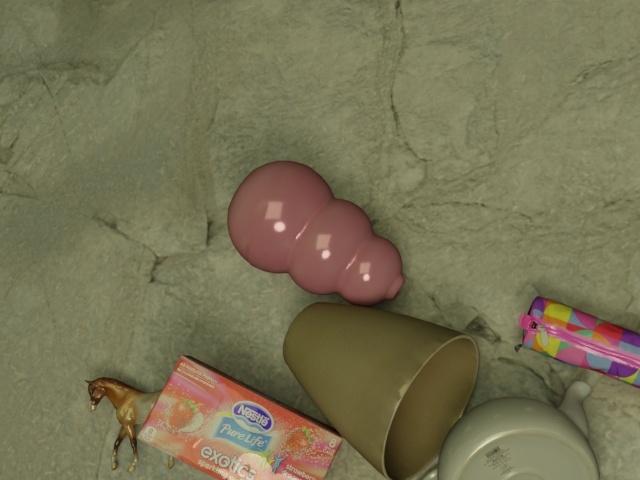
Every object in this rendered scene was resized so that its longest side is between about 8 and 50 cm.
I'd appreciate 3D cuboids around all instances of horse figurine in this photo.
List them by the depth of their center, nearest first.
[{"bbox_3d":[-0.309,0.336,1.349,0.263,0.066,0.174,-7,79,14],"label":"horse figurine"}]

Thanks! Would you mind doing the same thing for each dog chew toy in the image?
[{"bbox_3d":[0.000,0.000,1.291,0.332,0.206,0.207,31,85,12],"label":"dog chew toy"}]

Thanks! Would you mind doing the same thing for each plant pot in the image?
[{"bbox_3d":[0.076,0.213,1.200,0.274,0.256,0.256,26,83,35],"label":"plant pot"}]

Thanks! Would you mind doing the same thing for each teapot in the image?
[{"bbox_3d":[0.290,0.345,1.128,0.256,0.187,0.253,8,104,-2],"label":"teapot"}]

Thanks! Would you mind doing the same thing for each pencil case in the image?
[{"bbox_3d":[0.439,0.168,1.174,0.236,0.104,0.104,18,81,18],"label":"pencil case"}]

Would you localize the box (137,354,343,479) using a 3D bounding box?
[{"bbox_3d":[-0.130,0.323,1.215,0.300,0.142,0.154,28,79,1],"label":"box"}]
